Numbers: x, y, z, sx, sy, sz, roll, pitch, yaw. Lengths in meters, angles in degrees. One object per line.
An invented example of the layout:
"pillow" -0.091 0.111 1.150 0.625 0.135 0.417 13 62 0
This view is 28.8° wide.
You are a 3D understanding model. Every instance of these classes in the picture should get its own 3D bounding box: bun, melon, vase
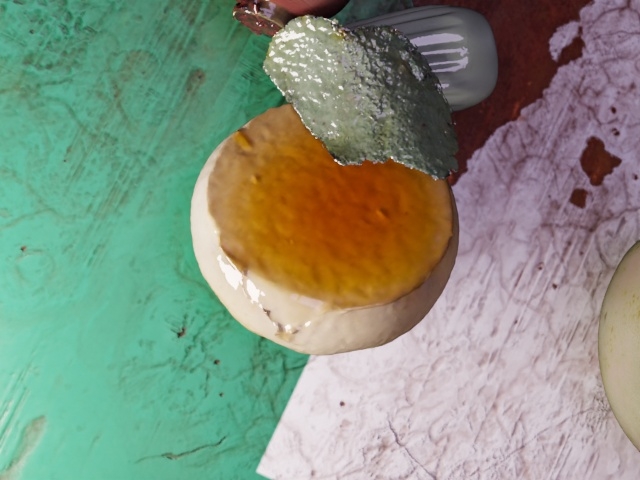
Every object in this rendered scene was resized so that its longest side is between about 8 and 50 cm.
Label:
"bun" 0.000 0.000 1.379 0.299 0.165 0.299 4 59 -7
"melon" 0.466 0.139 1.460 0.268 0.268 0.330 -11 99 -16
"vase" 0.074 -0.202 1.437 0.248 0.128 0.128 -7 90 -8

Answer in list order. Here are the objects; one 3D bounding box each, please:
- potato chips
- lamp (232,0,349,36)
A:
"potato chips" 0.047 -0.154 1.345 0.228 0.059 0.167 12 78 -6
"lamp" -0.026 -0.355 1.382 0.180 0.180 0.258 20 84 -14
